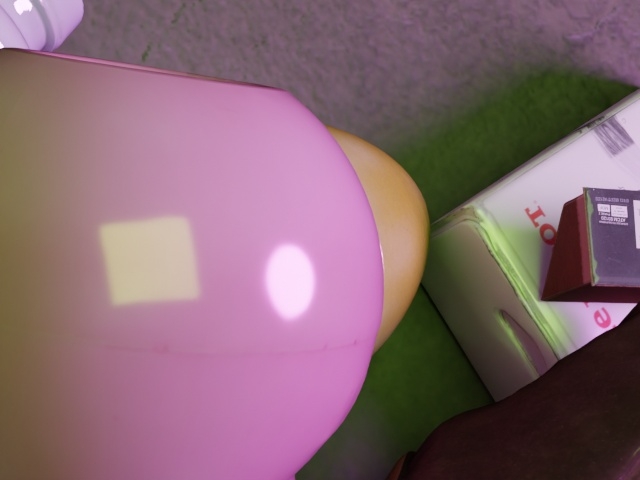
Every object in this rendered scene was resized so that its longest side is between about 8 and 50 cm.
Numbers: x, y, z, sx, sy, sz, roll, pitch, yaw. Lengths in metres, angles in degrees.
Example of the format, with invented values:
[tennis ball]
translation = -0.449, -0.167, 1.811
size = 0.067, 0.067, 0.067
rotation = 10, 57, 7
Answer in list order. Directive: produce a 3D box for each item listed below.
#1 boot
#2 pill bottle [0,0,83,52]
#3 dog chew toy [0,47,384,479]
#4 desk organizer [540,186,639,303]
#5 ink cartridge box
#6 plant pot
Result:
[boot]
translation = 0.093, 0.098, 0.485
size = 0.207, 0.248, 0.090
rotation = -39, 95, -2
[pill bottle]
translation = -0.192, -0.064, 0.559
size = 0.103, 0.103, 0.184
rotation = 41, 65, -7
[dog chew toy]
translation = -0.090, 0.097, 0.497
size = 0.207, 0.206, 0.331
rotation = 6, 98, -20
[desk organizer]
translation = 0.174, 0.006, 0.614
size = 0.130, 0.050, 0.047
rotation = 3, 76, -20
[ink cartridge box]
translation = 0.178, 0.008, 0.694
size = 0.218, 0.092, 0.158
rotation = -32, 89, -27
[plant pot]
translation = 0.000, 0.000, 0.618
size = 0.095, 0.134, 0.134
rotation = -19, 83, -52
